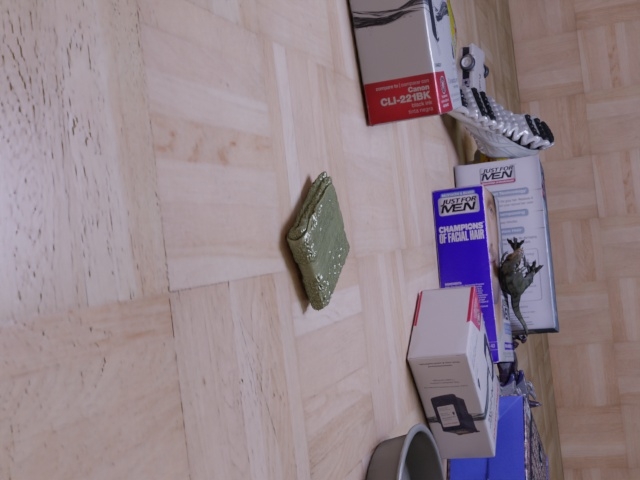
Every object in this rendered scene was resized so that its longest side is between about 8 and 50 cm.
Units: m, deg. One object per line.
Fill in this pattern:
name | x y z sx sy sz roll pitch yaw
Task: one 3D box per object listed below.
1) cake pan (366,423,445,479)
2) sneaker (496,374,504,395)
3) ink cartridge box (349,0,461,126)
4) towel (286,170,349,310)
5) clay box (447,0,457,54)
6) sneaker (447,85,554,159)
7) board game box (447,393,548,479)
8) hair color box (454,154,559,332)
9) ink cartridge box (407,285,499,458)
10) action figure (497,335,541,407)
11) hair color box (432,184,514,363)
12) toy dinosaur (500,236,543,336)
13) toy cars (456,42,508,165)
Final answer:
cake pan | 0.117 0.391 1.136 0.293 0.054 0.293 -7 90 -71
sneaker | 0.379 0.349 1.786 0.228 0.086 0.132 48 26 -25
ink cartridge box | 0.128 -0.324 1.314 0.197 0.114 0.272 -34 114 -68
towel | 0.000 0.000 0.977 0.148 0.027 0.110 -70 148 -54
clay box | 0.240 -0.425 1.756 0.222 0.053 0.127 -79 154 -43
sneaker | 0.368 -0.239 1.871 0.292 0.118 0.110 21 43 -25
board game box | 0.337 0.456 1.605 0.291 0.141 0.232 60 30 -48
hair color box | 0.404 0.017 1.873 0.114 0.186 0.374 28 57 -67
ink cartridge box | 0.228 0.222 1.435 0.172 0.100 0.237 -70 147 -51
action figure | 0.440 0.260 2.036 0.185 0.099 0.284 0 80 -62
hair color box | 0.302 0.074 1.690 0.185 0.110 0.338 18 65 -68
toy dinosaur | 0.392 0.071 1.698 0.118 0.064 0.268 -67 149 -29
toy cars | 0.365 -0.263 2.017 0.176 0.087 0.393 -56 132 -46
